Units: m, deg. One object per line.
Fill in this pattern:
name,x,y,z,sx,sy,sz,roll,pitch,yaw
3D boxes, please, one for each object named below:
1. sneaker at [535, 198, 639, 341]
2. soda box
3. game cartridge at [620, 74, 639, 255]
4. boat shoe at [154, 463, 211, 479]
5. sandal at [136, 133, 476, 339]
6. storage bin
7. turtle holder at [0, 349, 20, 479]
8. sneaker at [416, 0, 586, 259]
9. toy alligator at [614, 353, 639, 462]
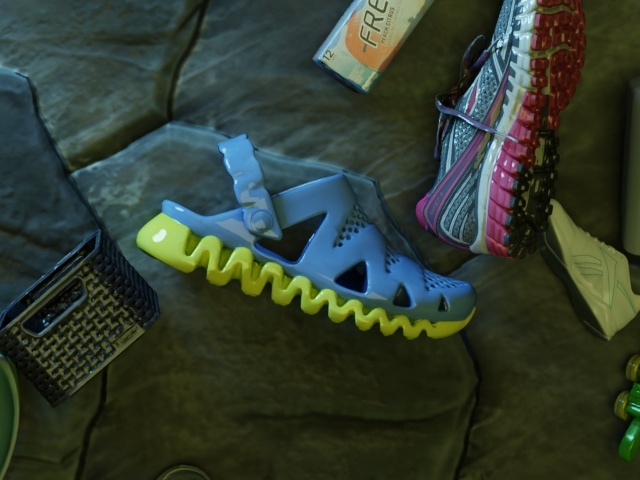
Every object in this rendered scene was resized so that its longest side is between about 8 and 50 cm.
sneaker,0.254,0.019,1.725,0.061,0.053,0.152,-34,105,-11
soda box,0.068,-0.223,1.669,0.058,0.063,0.183,35,91,-8
game cartridge,0.432,-0.090,1.698,0.297,0.062,0.198,-5,122,-6
boat shoe,-0.166,0.317,1.689,0.079,0.081,0.228,25,92,-8
sandal,0.000,0.000,1.659,0.317,0.126,0.138,19,89,-9
storage bin,-0.215,0.066,1.608,0.122,0.180,0.084,-41,99,-1
turtle holder,-0.403,0.182,1.575,0.243,0.227,0.320,40,90,-9
sneaker,0.164,-0.137,1.669,0.112,0.121,0.299,11,84,30
toy alligator,0.332,0.124,1.744,0.051,0.056,0.190,15,94,-50
